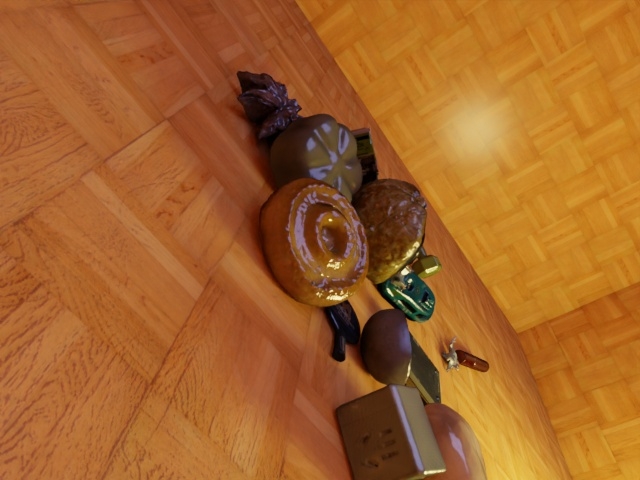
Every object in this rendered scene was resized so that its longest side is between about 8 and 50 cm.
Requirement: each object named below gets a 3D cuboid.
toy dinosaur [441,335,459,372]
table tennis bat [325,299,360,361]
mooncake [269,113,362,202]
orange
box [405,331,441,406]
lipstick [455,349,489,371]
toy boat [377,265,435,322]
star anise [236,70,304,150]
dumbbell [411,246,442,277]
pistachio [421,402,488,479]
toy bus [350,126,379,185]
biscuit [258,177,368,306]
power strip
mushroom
[{"bbox_3d":[0.482,0.422,1.804,0.082,0.039,0.209,58,31,-13],"label":"toy dinosaur"},{"bbox_3d":[0.049,0.198,1.154,0.150,0.027,0.236,53,19,-19],"label":"table tennis bat"},{"bbox_3d":[-0.001,-0.193,1.273,0.275,0.135,0.274,-2,93,-49],"label":"mooncake"},{"bbox_3d":[0.163,-0.048,1.436,0.210,0.271,0.368,21,32,-14],"label":"orange"},{"bbox_3d":[0.266,0.351,1.406,0.270,0.045,0.211,54,23,-14],"label":"box"},{"bbox_3d":[0.617,0.494,1.994,0.357,0.057,0.057,29,36,-53],"label":"lipstick"},{"bbox_3d":[0.307,0.174,1.581,0.299,0.092,0.134,39,67,-38],"label":"toy boat"},{"bbox_3d":[-0.114,-0.339,1.373,0.332,0.118,0.331,43,32,-35],"label":"star anise"},{"bbox_3d":[0.404,0.012,2.082,0.121,0.108,0.302,21,43,-58],"label":"dumbbell"},{"bbox_3d":[0.268,0.495,1.024,0.187,0.188,0.299,5,65,-65],"label":"pistachio"},{"bbox_3d":[0.123,-0.251,1.537,0.301,0.113,0.139,59,20,-76],"label":"toy bus"},{"bbox_3d":[0.000,0.000,1.091,0.296,0.102,0.296,19,60,-38],"label":"biscuit"},{"bbox_3d":[0.140,0.402,0.922,0.139,0.140,0.224,33,33,-52],"label":"power strip"},{"bbox_3d":[0.153,0.252,1.185,0.117,0.141,0.188,15,55,-20],"label":"mushroom"}]
